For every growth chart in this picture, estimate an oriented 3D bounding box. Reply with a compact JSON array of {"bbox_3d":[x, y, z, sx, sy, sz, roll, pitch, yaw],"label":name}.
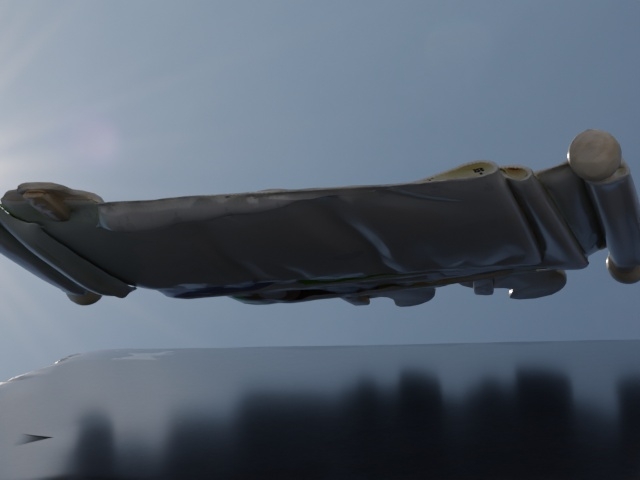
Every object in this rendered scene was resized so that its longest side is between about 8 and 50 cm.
[{"bbox_3d":[0.000,0.000,0.557,0.237,0.172,0.021,-3,-105,5],"label":"growth chart"}]

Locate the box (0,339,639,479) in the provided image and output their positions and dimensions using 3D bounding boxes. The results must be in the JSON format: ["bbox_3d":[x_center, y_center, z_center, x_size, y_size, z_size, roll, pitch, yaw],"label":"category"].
[{"bbox_3d":[0.105,0.277,0.497,0.480,0.471,0.297,-3,-177,15],"label":"box"}]
